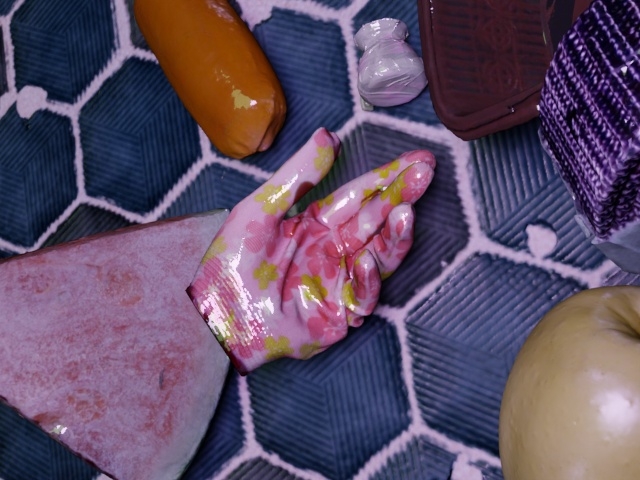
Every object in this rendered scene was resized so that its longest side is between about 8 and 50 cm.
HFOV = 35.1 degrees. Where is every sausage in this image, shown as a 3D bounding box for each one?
[{"bbox_3d":[-0.107,-0.180,0.986,0.098,0.098,0.238,-42,62,19],"label":"sausage"}]

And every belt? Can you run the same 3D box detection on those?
[{"bbox_3d":[0.282,-0.074,0.601,0.260,0.325,0.122,-56,44,41],"label":"belt"}]

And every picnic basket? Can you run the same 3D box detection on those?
[{"bbox_3d":[0.202,-0.200,0.730,0.297,0.129,0.222,-25,67,57],"label":"picnic basket"}]

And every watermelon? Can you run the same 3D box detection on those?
[{"bbox_3d":[-0.230,0.050,0.947,0.283,0.292,0.250,16,62,32],"label":"watermelon"}]

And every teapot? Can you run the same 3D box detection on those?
[{"bbox_3d":[0.056,-0.155,0.907,0.083,0.064,0.064,-46,50,53],"label":"teapot"}]

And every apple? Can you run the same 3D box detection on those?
[{"bbox_3d":[0.215,0.127,0.696,0.200,0.200,0.200,-5,80,30],"label":"apple"}]

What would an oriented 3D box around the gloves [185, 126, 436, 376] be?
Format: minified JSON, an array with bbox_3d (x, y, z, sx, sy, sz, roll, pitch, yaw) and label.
[{"bbox_3d":[0.002,0.006,0.883,0.241,0.126,0.145,-34,58,-8],"label":"gloves"}]
